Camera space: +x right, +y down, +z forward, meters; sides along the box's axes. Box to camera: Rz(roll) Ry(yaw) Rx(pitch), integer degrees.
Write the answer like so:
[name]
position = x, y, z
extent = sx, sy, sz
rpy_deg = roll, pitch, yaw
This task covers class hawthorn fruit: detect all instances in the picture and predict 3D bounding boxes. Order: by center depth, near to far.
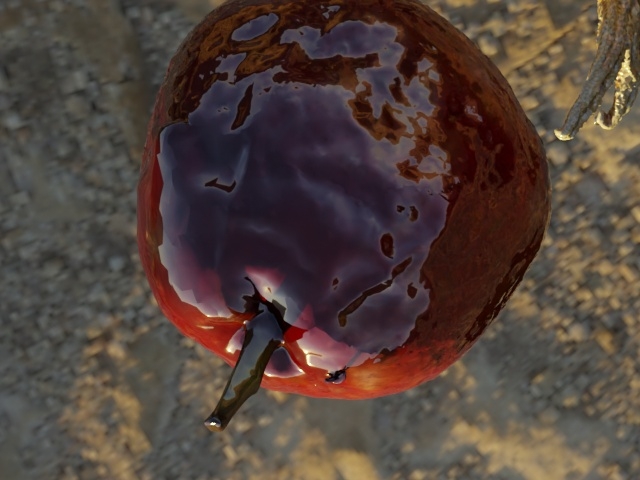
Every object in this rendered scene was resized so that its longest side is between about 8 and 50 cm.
[hawthorn fruit]
position = 0.000, 0.000, 0.982
extent = 0.230, 0.266, 0.210
rpy_deg = 21, 151, 2

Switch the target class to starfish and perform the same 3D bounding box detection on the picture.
[starfish]
position = 0.255, -0.191, 1.526
extent = 0.048, 0.295, 0.231
rpy_deg = 16, 93, 26
